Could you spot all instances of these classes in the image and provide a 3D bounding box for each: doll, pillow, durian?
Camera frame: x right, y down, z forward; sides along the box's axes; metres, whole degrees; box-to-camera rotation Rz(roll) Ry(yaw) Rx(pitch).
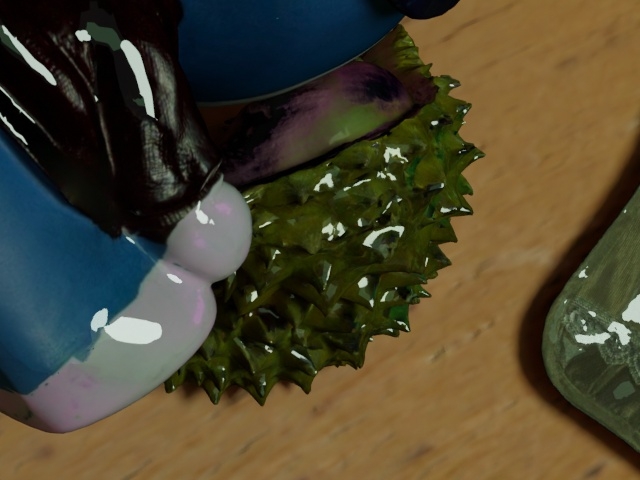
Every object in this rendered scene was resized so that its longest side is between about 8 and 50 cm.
[{"bbox_3d":[-0.071,-0.124,0.589,0.310,0.284,0.240,-50,151,-25],"label":"doll"},{"bbox_3d":[0.184,-0.001,0.822,0.130,0.033,0.217,37,72,-19],"label":"pillow"},{"bbox_3d":[0.001,-0.001,0.688,0.187,0.108,0.119,-28,99,-26],"label":"durian"}]
